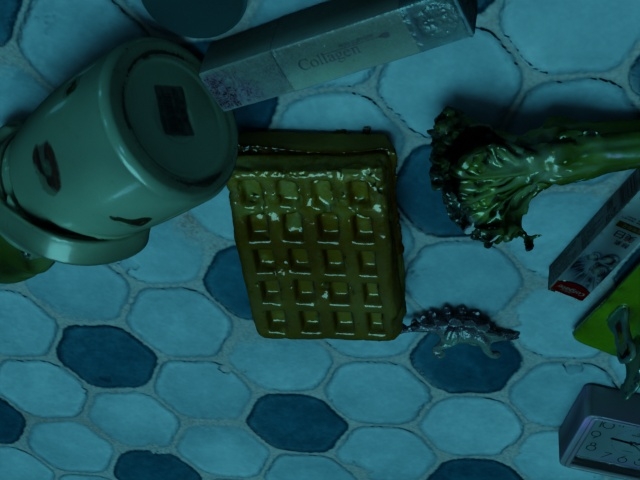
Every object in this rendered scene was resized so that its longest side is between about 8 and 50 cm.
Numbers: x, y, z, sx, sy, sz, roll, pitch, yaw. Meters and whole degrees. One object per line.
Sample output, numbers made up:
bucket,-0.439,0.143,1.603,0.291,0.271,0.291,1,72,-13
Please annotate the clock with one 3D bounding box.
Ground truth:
clock,0.478,0.304,1.733,0.197,0.063,0.150,13,137,-1

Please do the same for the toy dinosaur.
toy dinosaur,0.185,0.131,1.630,0.209,0.039,0.082,-1,133,-2

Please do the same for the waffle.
waffle,0.000,0.000,1.497,0.224,0.098,0.327,1,137,9

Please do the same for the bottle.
bottle,-0.286,-0.080,1.391,0.352,0.229,0.229,-24,127,37

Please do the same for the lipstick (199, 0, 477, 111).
lipstick,0.016,-0.226,1.273,0.317,0.068,0.066,-13,132,26

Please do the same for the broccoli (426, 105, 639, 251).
broccoli,0.279,-0.097,1.325,0.304,0.145,0.165,-9,124,7

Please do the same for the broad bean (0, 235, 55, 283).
broad bean,-0.459,-0.010,1.590,0.228,0.100,0.169,-21,120,32

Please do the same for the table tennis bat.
table tennis bat,-0.118,-0.293,1.261,0.201,0.033,0.124,-27,127,37

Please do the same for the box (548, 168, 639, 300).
box,0.369,-0.003,1.449,0.055,0.039,0.218,20,137,-11

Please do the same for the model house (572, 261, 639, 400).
model house,0.485,0.183,1.427,0.242,0.313,0.357,24,137,-9
